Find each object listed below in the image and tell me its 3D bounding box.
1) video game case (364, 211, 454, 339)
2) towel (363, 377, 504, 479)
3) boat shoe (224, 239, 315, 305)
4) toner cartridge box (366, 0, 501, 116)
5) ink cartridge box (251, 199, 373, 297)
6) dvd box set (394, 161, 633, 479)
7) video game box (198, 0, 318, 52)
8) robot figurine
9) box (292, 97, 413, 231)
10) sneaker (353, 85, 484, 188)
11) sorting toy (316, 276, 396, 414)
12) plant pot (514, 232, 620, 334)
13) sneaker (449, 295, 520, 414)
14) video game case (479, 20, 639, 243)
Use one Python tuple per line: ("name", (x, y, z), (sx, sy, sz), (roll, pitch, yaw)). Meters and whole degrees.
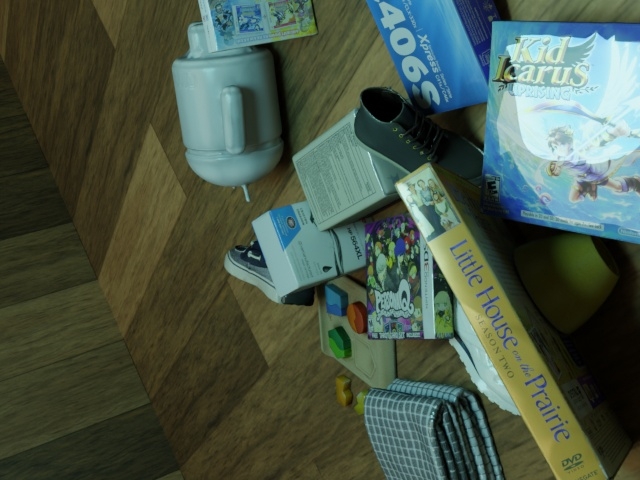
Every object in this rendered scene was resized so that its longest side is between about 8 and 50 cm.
("video game case", (0.143, 0.061, 1.456), (0.232, 0.042, 0.210), (167, 104, -65))
("towel", (0.197, 0.395, 1.539), (0.235, 0.121, 0.283), (-10, 96, 60))
("boat shoe", (-0.097, 0.022, 1.855), (0.341, 0.127, 0.158), (25, 105, 57))
("toner cartridge box", (0.140, -0.351, 1.208), (0.165, 0.075, 0.347), (-5, 114, 57))
("ink cartridge box", (0.000, 0.000, 1.574), (0.086, 0.203, 0.148), (-31, 79, 57))
("dvd box set", (0.261, 0.107, 1.137), (0.062, 0.308, 0.420), (-32, 74, 18))
("video game box", (-0.117, -0.439, 1.535), (0.048, 0.205, 0.187), (6, 110, 62))
("robot figurine", (-0.182, -0.259, 1.737), (0.300, 0.200, 0.353), (-110, 13, -72))
("box", (0.074, -0.123, 1.463), (0.232, 0.127, 0.148), (-27, 82, 59))
("sneaker", (0.149, -0.143, 1.263), (0.222, 0.083, 0.118), (22, 166, 8))
("sorting toy", (0.065, 0.222, 1.741), (0.229, 0.041, 0.307), (26, 126, 51))
("plant pot", (0.333, 0.042, 1.144), (0.095, 0.134, 0.134), (-34, 73, 26))
("sneaker", (0.272, 0.164, 1.338), (0.235, 0.090, 0.094), (51, 134, 29))
("video game case", (0.321, -0.131, 1.023), (0.270, 0.061, 0.244), (13, 107, 40))
